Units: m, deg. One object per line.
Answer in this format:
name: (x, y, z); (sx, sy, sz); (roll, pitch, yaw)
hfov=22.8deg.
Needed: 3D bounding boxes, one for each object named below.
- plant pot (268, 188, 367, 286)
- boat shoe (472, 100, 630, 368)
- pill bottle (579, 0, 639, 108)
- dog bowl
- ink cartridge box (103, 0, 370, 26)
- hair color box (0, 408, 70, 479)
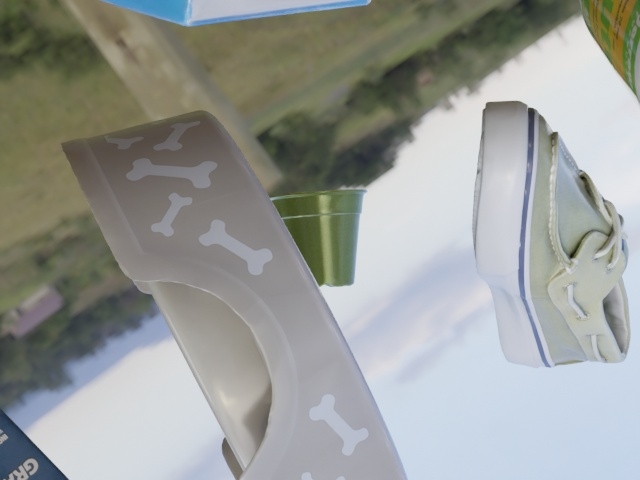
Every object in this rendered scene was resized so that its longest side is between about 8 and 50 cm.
plant pot: (0.000, 0.000, 1.315); (0.083, 0.079, 0.083); (-3, 179, 0)
boat shoe: (0.162, -0.001, 1.079); (0.094, 0.109, 0.302); (2, 154, 14)
pill bottle: (0.250, -0.126, 0.978); (0.136, 0.136, 0.246); (-35, -156, 12)
dog bowl: (-0.052, 0.069, 1.071); (0.102, 0.349, 0.349); (-27, -177, -5)
ink cartridge box: (-0.085, -0.158, 0.506); (0.078, 0.134, 0.231); (-16, -153, -42)
hair color box: (-0.260, 0.196, 1.181); (0.105, 0.347, 0.174); (-41, 161, -22)
